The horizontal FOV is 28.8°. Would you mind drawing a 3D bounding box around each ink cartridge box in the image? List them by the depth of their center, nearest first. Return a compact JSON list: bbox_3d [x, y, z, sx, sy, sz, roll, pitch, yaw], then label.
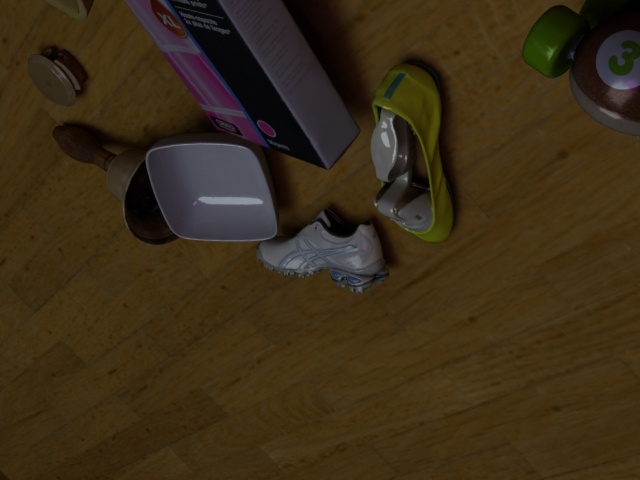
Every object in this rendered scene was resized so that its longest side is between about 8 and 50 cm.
[{"bbox_3d":[-0.109,-0.221,1.156,0.175,0.069,0.371,24,156,42],"label":"ink cartridge box"}]

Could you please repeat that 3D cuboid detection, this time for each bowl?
[{"bbox_3d":[-0.117,-0.068,1.415,0.142,0.053,0.142,0,132,17],"label":"bowl"}]

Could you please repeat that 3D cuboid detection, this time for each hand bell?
[{"bbox_3d":[-0.259,-0.096,1.529,0.242,0.126,0.126,28,145,39],"label":"hand bell"}]

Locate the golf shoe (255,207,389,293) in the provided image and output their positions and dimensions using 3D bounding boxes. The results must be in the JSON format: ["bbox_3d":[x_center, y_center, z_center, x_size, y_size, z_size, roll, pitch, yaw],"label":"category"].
[{"bbox_3d":[0.000,0.000,1.409,0.176,0.069,0.086,9,114,35],"label":"golf shoe"}]

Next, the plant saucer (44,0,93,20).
[{"bbox_3d":[-0.328,-0.417,1.196,0.333,0.081,0.333,33,148,36],"label":"plant saucer"}]

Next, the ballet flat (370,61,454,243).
[{"bbox_3d":[0.082,-0.068,1.220,0.077,0.077,0.231,21,141,27],"label":"ballet flat"}]

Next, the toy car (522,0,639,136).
[{"bbox_3d":[0.261,-0.175,0.882,0.155,0.149,0.188,39,136,22],"label":"toy car"}]

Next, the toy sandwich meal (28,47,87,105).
[{"bbox_3d":[-0.321,-0.201,1.521,0.085,0.029,0.086,30,149,21],"label":"toy sandwich meal"}]
